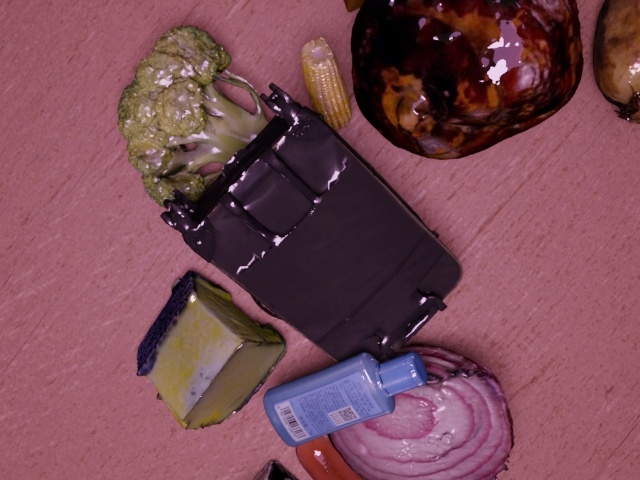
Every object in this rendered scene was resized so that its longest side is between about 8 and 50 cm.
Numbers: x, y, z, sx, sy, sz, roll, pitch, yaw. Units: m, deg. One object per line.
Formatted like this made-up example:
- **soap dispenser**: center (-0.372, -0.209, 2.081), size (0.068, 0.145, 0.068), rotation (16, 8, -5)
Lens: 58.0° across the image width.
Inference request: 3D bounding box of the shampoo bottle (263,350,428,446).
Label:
- **shampoo bottle**: center (0.040, 0.236, 0.883), size (0.258, 0.061, 0.104), rotation (-26, 98, 22)

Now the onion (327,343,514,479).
- **onion**: center (0.163, 0.301, 0.986), size (0.314, 0.146, 0.280), rotation (-11, 116, 16)

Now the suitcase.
- **suitcase**: center (0.000, 0.000, 0.895), size (0.434, 0.194, 0.283), rotation (41, 96, -22)

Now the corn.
- **corn**: center (0.009, -0.247, 0.923), size (0.063, 0.165, 0.085), rotation (-10, 63, 9)

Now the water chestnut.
- **water chestnut**: center (0.227, -0.296, 0.880), size (0.335, 0.347, 0.335), rotation (21, 131, 26)

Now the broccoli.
- **broccoli**: center (-0.194, -0.169, 0.923), size (0.254, 0.186, 0.302), rotation (-42, 88, -4)

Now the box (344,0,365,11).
- **box**: center (0.137, -0.474, 0.784), size (0.264, 0.415, 0.116), rotation (-22, 94, 2)

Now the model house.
- **model house**: center (-0.206, 0.182, 0.992), size (0.211, 0.170, 0.194), rotation (39, 101, 25)

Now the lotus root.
- **lotus root**: center (0.534, -0.324, 0.935), size (0.169, 0.141, 0.314), rotation (5, 85, -3)

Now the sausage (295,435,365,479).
- **sausage**: center (0.030, 0.417, 1.023), size (0.077, 0.077, 0.194), rotation (-37, 95, 3)

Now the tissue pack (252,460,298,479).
- **tissue pack**: center (-0.015, 0.585, 0.963), size (0.370, 0.198, 0.210), rotation (41, 88, 1)
